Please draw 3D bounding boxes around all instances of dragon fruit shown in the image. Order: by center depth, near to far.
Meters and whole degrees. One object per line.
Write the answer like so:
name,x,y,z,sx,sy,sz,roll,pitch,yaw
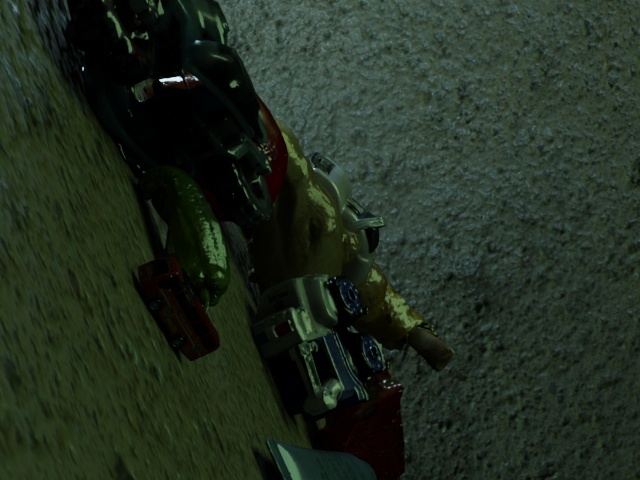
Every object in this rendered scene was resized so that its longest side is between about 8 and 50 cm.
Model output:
dragon fruit,0.044,0.308,1.910,0.211,0.134,0.262,-128,-153,-52

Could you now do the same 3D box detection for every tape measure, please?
tape measure,0.000,0.000,1.950,0.197,0.236,0.120,38,25,-1

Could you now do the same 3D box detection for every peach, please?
peach,-0.123,-0.109,1.607,0.267,0.159,0.153,68,7,-50

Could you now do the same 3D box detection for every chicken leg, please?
chicken leg,0.090,0.121,2.251,0.409,0.182,0.295,39,-13,-1

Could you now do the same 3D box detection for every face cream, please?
face cream,0.007,0.309,1.435,0.135,0.086,0.385,65,7,14

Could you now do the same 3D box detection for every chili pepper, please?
chili pepper,-0.132,0.017,1.189,0.072,0.073,0.204,93,-21,-62

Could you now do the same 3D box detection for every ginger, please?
ginger,-0.049,-0.034,1.817,0.126,0.190,0.353,-76,150,-67

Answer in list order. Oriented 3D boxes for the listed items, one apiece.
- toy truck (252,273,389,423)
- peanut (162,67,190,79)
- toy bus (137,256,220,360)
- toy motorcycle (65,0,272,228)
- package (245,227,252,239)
toy truck,-0.020,0.158,1.700,0.177,0.161,0.213,-4,69,-63
peanut,-0.206,-0.291,1.777,0.256,0.124,0.123,68,0,-75
toy bus,-0.129,0.063,1.059,0.031,0.043,0.110,-109,176,-51
toy motorcycle,-0.154,-0.189,1.258,0.416,0.172,0.232,50,22,-53
package,-0.110,-0.123,2.213,0.423,0.123,0.195,-95,160,-80
